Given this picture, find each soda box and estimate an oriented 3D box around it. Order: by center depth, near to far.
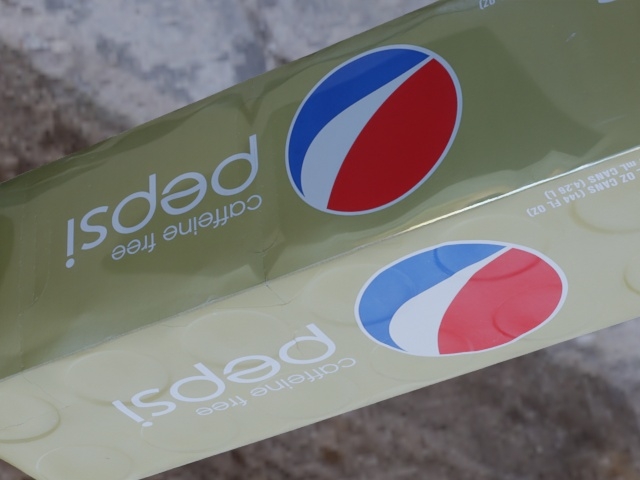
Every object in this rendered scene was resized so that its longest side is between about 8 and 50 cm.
[{"bbox_3d":[0.000,0.000,0.370,0.181,0.058,0.061,-21,143,20],"label":"soda box"}]
